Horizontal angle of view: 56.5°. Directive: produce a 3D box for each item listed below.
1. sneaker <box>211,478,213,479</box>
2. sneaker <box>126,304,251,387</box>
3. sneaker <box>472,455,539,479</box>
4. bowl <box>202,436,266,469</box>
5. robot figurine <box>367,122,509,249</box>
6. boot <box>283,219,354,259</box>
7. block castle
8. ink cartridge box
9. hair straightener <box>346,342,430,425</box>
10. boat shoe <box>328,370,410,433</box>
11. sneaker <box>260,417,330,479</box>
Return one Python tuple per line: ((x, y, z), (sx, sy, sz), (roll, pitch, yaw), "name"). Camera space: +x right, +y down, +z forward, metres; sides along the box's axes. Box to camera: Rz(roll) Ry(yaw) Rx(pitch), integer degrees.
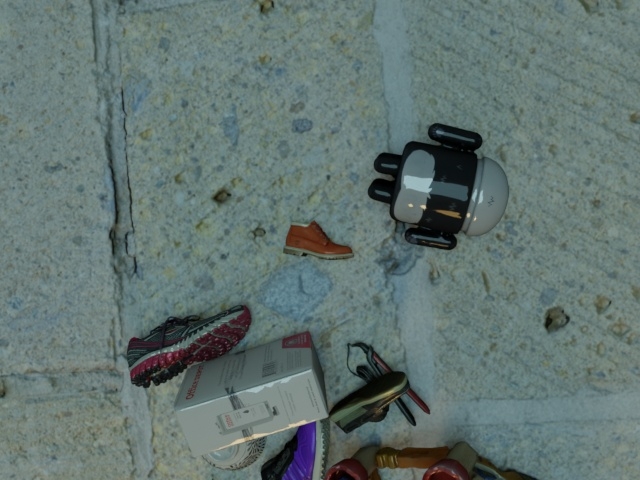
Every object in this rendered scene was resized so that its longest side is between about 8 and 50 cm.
((-0.221, 0.568, 1.356), (0.098, 0.038, 0.069), (-37, 87, 6), "sneaker")
((-0.298, 0.213, 1.326), (0.299, 0.121, 0.112), (-24, 58, 0), "sneaker")
((0.389, 0.560, 1.256), (0.296, 0.112, 0.131), (23, 102, 15), "sneaker")
((-0.212, 0.446, 1.333), (0.170, 0.080, 0.170), (0, 92, 8), "bowl")
((0.242, -0.107, 1.223), (0.278, 0.209, 0.174), (13, 56, 7), "robot figurine")
((0.000, 0.000, 1.311), (0.158, 0.059, 0.085), (9, 87, 8), "boot")
((0.199, 0.643, 1.171), (0.303, 0.213, 0.453), (-12, 91, 29), "block castle")
((-0.138, 0.310, 1.238), (0.283, 0.207, 0.117), (-17, 103, 1), "ink cartridge box")
((0.131, 0.317, 1.303), (0.089, 0.047, 0.230), (-44, 86, 6), "hair straightener")
((0.112, 0.349, 1.266), (0.223, 0.080, 0.073), (-37, 95, 34), "boat shoe")
((-0.059, 0.490, 1.303), (0.146, 0.102, 0.293), (4, 92, 8), "sneaker")
